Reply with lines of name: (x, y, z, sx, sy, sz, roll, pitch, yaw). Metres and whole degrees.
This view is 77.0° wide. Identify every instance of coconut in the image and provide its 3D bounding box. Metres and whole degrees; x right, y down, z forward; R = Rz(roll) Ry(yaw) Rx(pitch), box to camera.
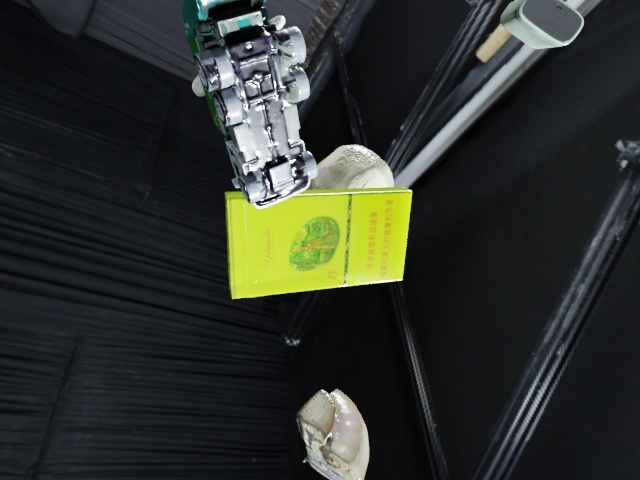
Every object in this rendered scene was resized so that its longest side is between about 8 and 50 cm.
coconut: (0.077, -0.137, 1.122, 0.230, 0.227, 0.227, -48, -154, -9)

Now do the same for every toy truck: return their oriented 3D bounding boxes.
toy truck: (-0.084, -0.170, 0.485, 0.124, 0.114, 0.253, 48, -25, 43)

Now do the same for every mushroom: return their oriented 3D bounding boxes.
mushroom: (0.061, 0.457, 0.957, 0.173, 0.162, 0.236, 21, -44, 30)

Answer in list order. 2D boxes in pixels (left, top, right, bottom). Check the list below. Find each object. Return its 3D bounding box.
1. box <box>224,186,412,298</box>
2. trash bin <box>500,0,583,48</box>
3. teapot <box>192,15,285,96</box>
box: (0.000, 0.000, 0.734, 0.047, 0.334, 0.187, -129, -142, -63)
trash bin: (0.414, -0.417, 0.766, 0.059, 0.116, 0.130, -56, -174, 23)
teapot: (-0.147, -0.354, 0.770, 0.226, 0.145, 0.092, -44, -138, -9)
